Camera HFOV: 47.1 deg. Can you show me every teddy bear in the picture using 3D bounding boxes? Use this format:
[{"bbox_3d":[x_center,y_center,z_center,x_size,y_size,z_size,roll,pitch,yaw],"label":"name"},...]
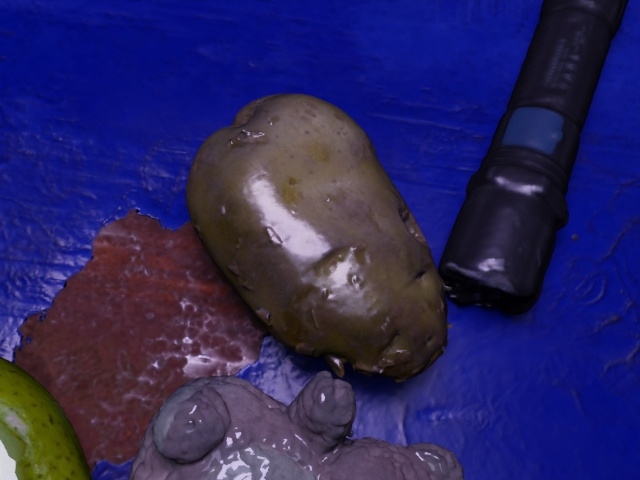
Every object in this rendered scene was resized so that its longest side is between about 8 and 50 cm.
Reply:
[{"bbox_3d":[-0.026,0.218,0.580,0.267,0.151,0.236,26,91,8],"label":"teddy bear"}]

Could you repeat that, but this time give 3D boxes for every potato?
[{"bbox_3d":[0.000,0.000,0.665,0.191,0.141,0.296,-29,73,-31],"label":"potato"}]

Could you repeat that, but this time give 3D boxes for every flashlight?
[{"bbox_3d":[0.228,-0.126,0.757,0.103,0.103,0.424,22,68,4],"label":"flashlight"}]

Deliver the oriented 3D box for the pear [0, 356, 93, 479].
[{"bbox_3d":[-0.281,0.244,0.548,0.292,0.159,0.293,2,72,-6],"label":"pear"}]
